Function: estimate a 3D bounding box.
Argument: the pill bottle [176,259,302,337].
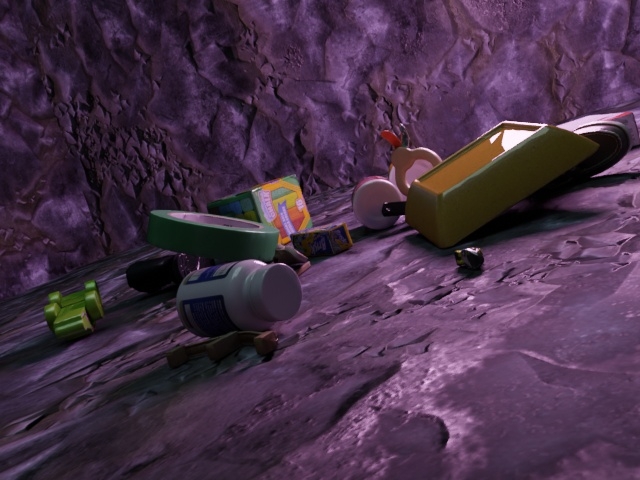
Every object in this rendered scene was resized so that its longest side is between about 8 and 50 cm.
[{"bbox_3d":[-0.123,0.088,1.148,0.186,0.112,0.112,-11,10,42],"label":"pill bottle"}]

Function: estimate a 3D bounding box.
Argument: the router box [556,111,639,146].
[{"bbox_3d":[0.595,-0.237,1.944,0.335,0.082,0.301,-18,7,1],"label":"router box"}]

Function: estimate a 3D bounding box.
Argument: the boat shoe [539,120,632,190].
[{"bbox_3d":[0.494,-0.163,1.565,0.091,0.109,0.305,-25,4,-41],"label":"boat shoe"}]

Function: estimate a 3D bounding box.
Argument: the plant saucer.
[{"bbox_3d":[0.315,-0.133,1.452,0.332,0.081,0.333,-33,12,1],"label":"plant saucer"}]

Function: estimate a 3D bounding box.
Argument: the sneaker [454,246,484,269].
[{"bbox_3d":[0.226,0.021,1.114,0.035,0.031,0.083,-19,7,-10],"label":"sneaker"}]

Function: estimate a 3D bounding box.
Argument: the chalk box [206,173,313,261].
[{"bbox_3d":[-0.186,-0.058,2.131,0.179,0.180,0.289,-13,10,34],"label":"chalk box"}]

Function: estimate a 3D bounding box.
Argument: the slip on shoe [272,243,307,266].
[{"bbox_3d":[-0.067,0.036,1.558,0.041,0.051,0.135,-57,23,-7],"label":"slip on shoe"}]

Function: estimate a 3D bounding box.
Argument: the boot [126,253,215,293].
[{"bbox_3d":[-0.396,0.084,1.893,0.207,0.094,0.246,-15,4,10],"label":"boot"}]

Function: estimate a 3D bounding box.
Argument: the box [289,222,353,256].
[{"bbox_3d":[0.000,0.000,1.708,0.054,0.059,0.169,-24,9,-31],"label":"box"}]

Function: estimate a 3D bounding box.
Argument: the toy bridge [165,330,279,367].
[{"bbox_3d":[-0.135,0.149,1.062,0.188,0.026,0.063,-13,6,34],"label":"toy bridge"}]

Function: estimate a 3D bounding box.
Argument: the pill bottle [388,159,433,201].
[{"bbox_3d":[0.257,-0.177,2.103,0.136,0.136,0.246,-17,7,6],"label":"pill bottle"}]

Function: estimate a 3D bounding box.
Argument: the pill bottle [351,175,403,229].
[{"bbox_3d":[0.137,-0.098,1.866,0.121,0.121,0.221,-17,7,4],"label":"pill bottle"}]

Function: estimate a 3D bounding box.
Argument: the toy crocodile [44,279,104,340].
[{"bbox_3d":[-0.546,0.166,1.698,0.115,0.105,0.340,-19,12,-12],"label":"toy crocodile"}]

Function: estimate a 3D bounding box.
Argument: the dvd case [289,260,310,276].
[{"bbox_3d":[-0.130,0.092,1.507,0.164,0.018,0.221,-15,8,22],"label":"dvd case"}]

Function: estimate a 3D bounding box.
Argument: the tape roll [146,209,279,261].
[{"bbox_3d":[-0.264,-0.014,1.861,0.321,0.077,0.321,8,5,-1],"label":"tape roll"}]

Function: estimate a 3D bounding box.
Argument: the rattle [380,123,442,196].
[{"bbox_3d":[0.240,-0.190,1.854,0.142,0.200,0.130,-14,-31,-50],"label":"rattle"}]

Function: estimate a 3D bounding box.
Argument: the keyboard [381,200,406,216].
[{"bbox_3d":[0.232,-0.062,1.682,0.192,0.038,0.100,-5,21,13],"label":"keyboard"}]
